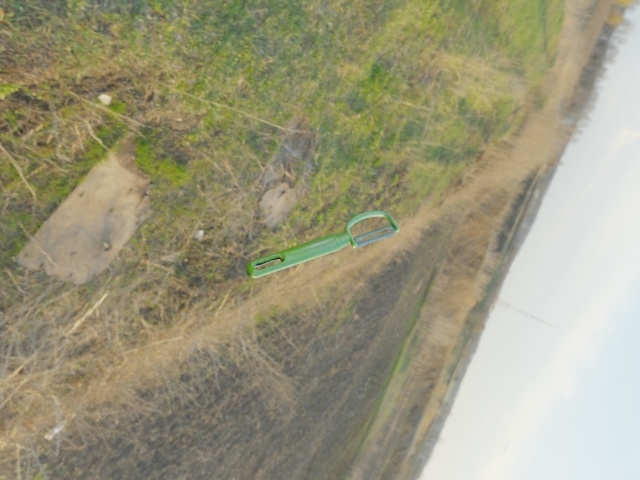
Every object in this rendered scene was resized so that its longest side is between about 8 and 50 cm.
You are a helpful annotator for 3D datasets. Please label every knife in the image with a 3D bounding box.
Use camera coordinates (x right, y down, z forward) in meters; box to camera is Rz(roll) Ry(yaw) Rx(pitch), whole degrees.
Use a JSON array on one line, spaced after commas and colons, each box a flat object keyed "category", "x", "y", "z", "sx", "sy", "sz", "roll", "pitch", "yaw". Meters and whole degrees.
[{"category": "knife", "x": 0.000, "y": 0.000, "z": 0.700, "sx": 0.212, "sy": 0.054, "sz": 0.015, "roll": -20, "pitch": 153, "yaw": -17}]
